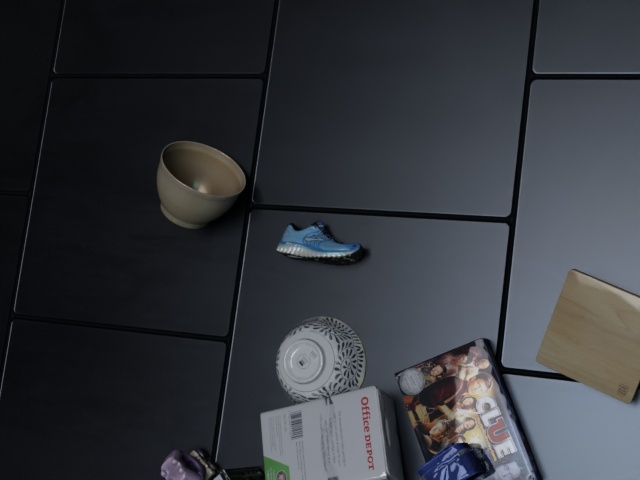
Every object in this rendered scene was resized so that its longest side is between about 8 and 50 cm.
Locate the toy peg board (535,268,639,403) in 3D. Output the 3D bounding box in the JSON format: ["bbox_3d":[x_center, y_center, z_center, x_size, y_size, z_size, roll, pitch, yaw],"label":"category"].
[{"bbox_3d":[0.447,0.144,1.764,0.161,0.079,0.160,25,106,26],"label":"toy peg board"}]

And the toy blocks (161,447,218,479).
[{"bbox_3d":[-0.277,0.548,1.890,0.288,0.260,0.309,44,98,25],"label":"toy blocks"}]

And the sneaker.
[{"bbox_3d":[0.000,0.000,1.985,0.162,0.063,0.073,8,80,25],"label":"sneaker"}]

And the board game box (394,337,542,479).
[{"bbox_3d":[0.237,0.300,1.832,0.165,0.042,0.243,-25,71,17],"label":"board game box"}]

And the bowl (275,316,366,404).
[{"bbox_3d":[-0.014,0.211,1.940,0.170,0.080,0.170,-4,79,23],"label":"bowl"}]

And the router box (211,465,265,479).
[{"bbox_3d":[-0.122,0.434,1.920,0.038,0.122,0.092,-44,65,15],"label":"router box"}]

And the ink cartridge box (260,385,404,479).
[{"bbox_3d":[0.020,0.348,1.877,0.219,0.092,0.160,-16,62,20],"label":"ink cartridge box"}]

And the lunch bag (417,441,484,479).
[{"bbox_3d":[0.206,0.357,1.774,0.098,0.067,0.065,-38,68,12],"label":"lunch bag"}]

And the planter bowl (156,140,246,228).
[{"bbox_3d":[-0.231,-0.091,2.065,0.162,0.162,0.109,45,126,24],"label":"planter bowl"}]
